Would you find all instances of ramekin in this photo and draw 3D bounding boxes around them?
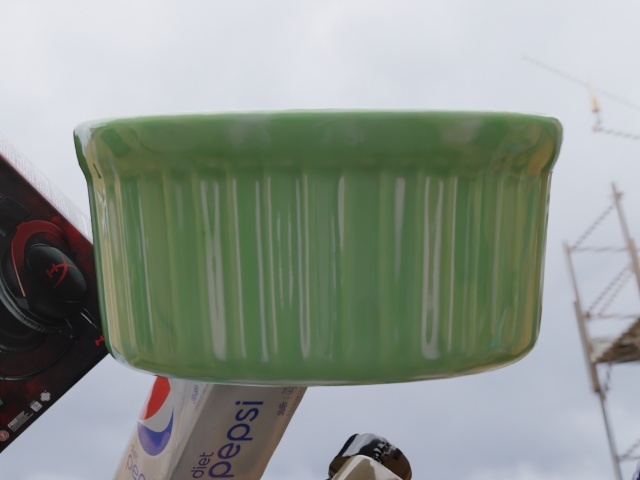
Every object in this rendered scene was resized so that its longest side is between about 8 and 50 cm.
[{"bbox_3d":[0.000,0.000,0.781,0.303,0.148,0.303,-1,2,0],"label":"ramekin"}]

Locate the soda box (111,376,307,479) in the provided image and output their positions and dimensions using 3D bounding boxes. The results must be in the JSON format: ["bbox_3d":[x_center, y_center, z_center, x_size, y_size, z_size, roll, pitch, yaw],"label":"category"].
[{"bbox_3d":[-0.099,0.164,1.117,0.098,0.091,0.286,4,-53,-32],"label":"soda box"}]

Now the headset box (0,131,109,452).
[{"bbox_3d":[-0.335,0.023,1.173,0.218,0.110,0.293,-42,-66,0],"label":"headset box"}]

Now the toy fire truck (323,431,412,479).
[{"bbox_3d":[0.081,0.280,0.931,0.246,0.158,0.217,34,-45,10],"label":"toy fire truck"}]

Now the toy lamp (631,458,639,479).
[{"bbox_3d":[0.149,0.210,0.716,0.275,0.080,0.080,-31,-7,-41],"label":"toy lamp"}]
